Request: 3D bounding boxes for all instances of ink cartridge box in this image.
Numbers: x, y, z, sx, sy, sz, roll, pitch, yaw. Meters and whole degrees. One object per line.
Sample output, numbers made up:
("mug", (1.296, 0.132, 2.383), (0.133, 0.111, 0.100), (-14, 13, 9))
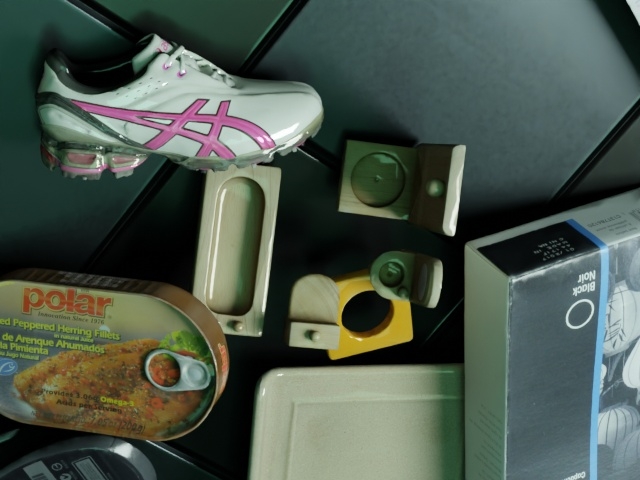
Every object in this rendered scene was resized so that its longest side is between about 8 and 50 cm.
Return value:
("ink cartridge box", (0.187, 0.132, 1.366), (0.165, 0.065, 0.332), (-18, 125, -23))

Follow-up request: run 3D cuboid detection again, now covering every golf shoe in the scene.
("golf shoe", (-0.088, -0.089, 1.192), (0.186, 0.067, 0.086), (-5, 119, -10))

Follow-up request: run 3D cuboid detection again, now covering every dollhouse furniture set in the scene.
("dollhouse furniture set", (0.000, 0.000, 1.208), (0.151, 0.123, 0.144), (7, 92, -9))

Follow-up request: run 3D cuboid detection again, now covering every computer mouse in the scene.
("computer mouse", (-0.258, 0.160, 1.306), (0.262, 0.060, 0.184), (-25, 127, 15))

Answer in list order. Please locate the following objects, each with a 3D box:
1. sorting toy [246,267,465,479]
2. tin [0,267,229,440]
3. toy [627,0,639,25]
("sorting toy", (0.036, 0.163, 1.381), (0.196, 0.047, 0.347), (-2, 118, -16))
("tin", (-0.152, 0.073, 1.243), (0.190, 0.040, 0.106), (7, 116, 16))
("toy", (0.295, -0.136, 1.263), (0.137, 0.056, 0.237), (-34, 126, 3))
